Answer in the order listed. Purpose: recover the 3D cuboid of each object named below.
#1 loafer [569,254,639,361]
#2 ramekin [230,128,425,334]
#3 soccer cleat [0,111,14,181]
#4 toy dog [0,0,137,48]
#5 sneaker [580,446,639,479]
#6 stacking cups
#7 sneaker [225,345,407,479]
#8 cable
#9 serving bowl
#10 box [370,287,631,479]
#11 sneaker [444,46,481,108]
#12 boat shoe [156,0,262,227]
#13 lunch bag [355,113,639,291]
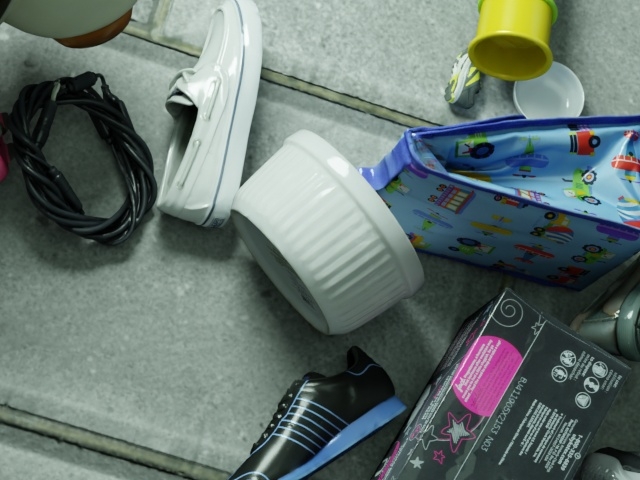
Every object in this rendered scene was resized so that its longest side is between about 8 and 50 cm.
[{"bbox_3d":[0.351,0.045,1.851,0.267,0.084,0.096,-35,120,-51],"label":"loafer"},{"bbox_3d":[0.000,0.000,1.755,0.109,0.207,0.207,-39,85,-11],"label":"ramekin"},{"bbox_3d":[-0.421,-0.191,1.770,0.143,0.116,0.331,-21,76,-4],"label":"soccer cleat"},{"bbox_3d":[-0.335,-0.281,1.586,0.408,0.284,0.395,-19,44,-38],"label":"toy dog"},{"bbox_3d":[0.405,0.229,1.836,0.269,0.101,0.153,18,70,-14],"label":"sneaker"},{"bbox_3d":[0.230,-0.336,1.966,0.096,0.096,0.316,14,62,-9],"label":"stacking cups"},{"bbox_3d":[-0.024,0.195,1.757,0.232,0.081,0.090,-30,80,-26],"label":"sneaker"},{"bbox_3d":[-0.243,-0.082,1.777,0.150,0.047,0.184,-18,89,-45],"label":"cable"},{"bbox_3d":[0.254,-0.160,1.952,0.083,0.027,0.083,4,72,-13],"label":"serving bowl"},{"bbox_3d":[0.177,0.203,1.765,0.163,0.142,0.247,33,70,-3],"label":"box"},{"bbox_3d":[0.166,-0.183,1.941,0.035,0.031,0.083,34,67,-23],"label":"sneaker"},{"bbox_3d":[-0.120,-0.144,1.819,0.084,0.095,0.258,14,69,-23],"label":"boat shoe"},{"bbox_3d":[0.175,-0.043,1.793,0.293,0.221,0.138,4,72,-13],"label":"lunch bag"}]
